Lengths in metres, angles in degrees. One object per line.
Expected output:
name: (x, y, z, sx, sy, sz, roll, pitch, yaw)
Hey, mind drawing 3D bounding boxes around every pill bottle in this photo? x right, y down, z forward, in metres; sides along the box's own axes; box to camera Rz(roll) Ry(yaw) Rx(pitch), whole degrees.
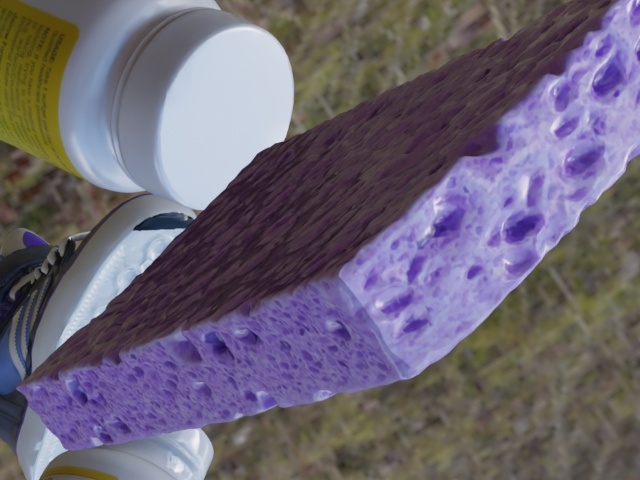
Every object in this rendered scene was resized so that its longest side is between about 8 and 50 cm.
pill bottle: (-0.123, -0.096, 0.912, 0.119, 0.208, 0.119, -28, 131, -39)
pill bottle: (-0.130, 0.186, 0.985, 0.103, 0.103, 0.184, 108, 6, -56)

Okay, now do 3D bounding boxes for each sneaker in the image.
sneaker: (-0.223, 0.036, 1.448, 0.130, 0.236, 0.323, -2, 131, -35)

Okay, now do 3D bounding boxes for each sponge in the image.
sponge: (0.000, 0.000, 0.439, 0.117, 0.031, 0.210, -45, -168, -27)
